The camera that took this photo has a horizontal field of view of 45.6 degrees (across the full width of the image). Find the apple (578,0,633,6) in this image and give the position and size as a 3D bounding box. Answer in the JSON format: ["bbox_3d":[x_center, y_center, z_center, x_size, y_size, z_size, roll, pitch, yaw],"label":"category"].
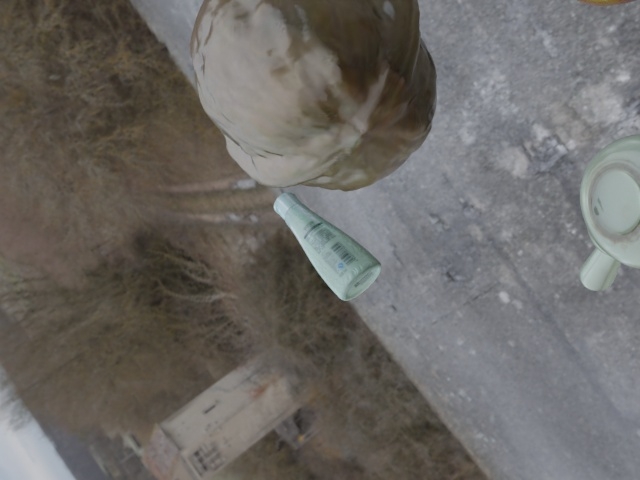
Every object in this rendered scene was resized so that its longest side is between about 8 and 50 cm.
[{"bbox_3d":[0.473,-0.456,1.202,0.160,0.173,0.195,62,173,3],"label":"apple"}]

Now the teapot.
[{"bbox_3d":[0.490,-0.043,1.220,0.318,0.149,0.220,151,112,-65],"label":"teapot"}]

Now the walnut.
[{"bbox_3d":[-0.005,-0.162,0.741,0.248,0.248,0.248,42,152,28],"label":"walnut"}]

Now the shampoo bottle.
[{"bbox_3d":[0.000,0.000,1.025,0.190,0.069,0.041,45,180,36],"label":"shampoo bottle"}]
